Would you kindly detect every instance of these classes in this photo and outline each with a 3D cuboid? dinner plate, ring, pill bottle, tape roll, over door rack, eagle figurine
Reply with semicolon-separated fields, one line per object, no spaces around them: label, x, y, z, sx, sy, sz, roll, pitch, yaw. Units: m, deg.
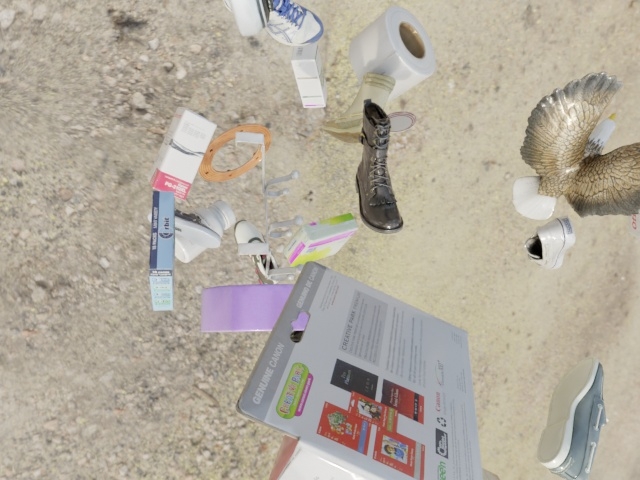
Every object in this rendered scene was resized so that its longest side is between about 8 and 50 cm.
dinner plate;0.281;-0.427;1.672;0.141;0.141;0.017;-39;136;-20
ring;-0.352;-0.361;1.887;0.336;0.032;0.337;-30;163;-10
pill bottle;-0.410;-0.039;1.583;0.229;0.131;0.131;-41;124;-31
tape roll;0.236;-0.605;1.502;0.246;0.169;0.247;17;63;-37
tape roll;-0.114;0.149;0.985;0.274;0.274;0.090;7;77;-37
over door rack;-0.094;-0.051;0.980;0.108;0.324;0.240;-5;76;3
eagle figurine;0.497;-0.156;0.867;0.298;0.226;0.226;5;88;-74

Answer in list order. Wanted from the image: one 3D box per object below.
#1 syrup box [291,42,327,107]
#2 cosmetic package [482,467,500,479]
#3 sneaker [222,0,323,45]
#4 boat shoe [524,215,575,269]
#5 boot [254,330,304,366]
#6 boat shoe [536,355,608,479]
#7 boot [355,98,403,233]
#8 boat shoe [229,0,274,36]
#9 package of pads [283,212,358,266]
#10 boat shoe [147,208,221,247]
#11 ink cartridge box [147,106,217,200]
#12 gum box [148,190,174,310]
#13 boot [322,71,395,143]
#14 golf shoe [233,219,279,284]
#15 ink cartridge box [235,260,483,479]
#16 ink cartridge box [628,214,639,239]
syrup box;-0.039;-0.627;1.767;0.237;0.096;0.093;72;22;-60
cosmetic package;0.440;0.748;1.223;0.129;0.296;0.153;25;97;-1
sneaker;-0.115;-0.610;1.236;0.296;0.131;0.112;11;100;-25
boat shoe;0.564;0.019;1.164;0.267;0.088;0.096;46;31;-69
boot;-0.018;0.316;1.356;0.377;0.284;0.138;-34;95;-13
boat shoe;0.612;0.415;1.084;0.099;0.116;0.319;39;57;6
boot;0.129;-0.170;1.052;0.091;0.263;0.229;-10;137;-9
boat shoe;-0.081;-0.427;0.540;0.118;0.121;0.336;-10;114;-7
package of pads;0.000;0.000;2.040;0.296;0.101;0.229;-16;157;-38
boat shoe;-0.399;-0.051;1.386;0.228;0.080;0.076;20;52;-1
ink cartridge box;-0.406;-0.256;1.340;0.100;0.172;0.238;22;95;-29
gum box;-0.292;0.024;0.857;0.041;0.184;0.157;1;60;-16
boot;0.118;-0.417;1.451;0.095;0.261;0.204;19;91;-31
golf shoe;-0.220;0.036;1.677;0.105;0.120;0.273;-30;88;-24
ink cartridge box;0.048;0.196;0.593;0.271;0.309;0.130;26;119;1
ink cartridge box;0.813;-0.070;0.996;0.128;0.307;0.223;-14;113;8
